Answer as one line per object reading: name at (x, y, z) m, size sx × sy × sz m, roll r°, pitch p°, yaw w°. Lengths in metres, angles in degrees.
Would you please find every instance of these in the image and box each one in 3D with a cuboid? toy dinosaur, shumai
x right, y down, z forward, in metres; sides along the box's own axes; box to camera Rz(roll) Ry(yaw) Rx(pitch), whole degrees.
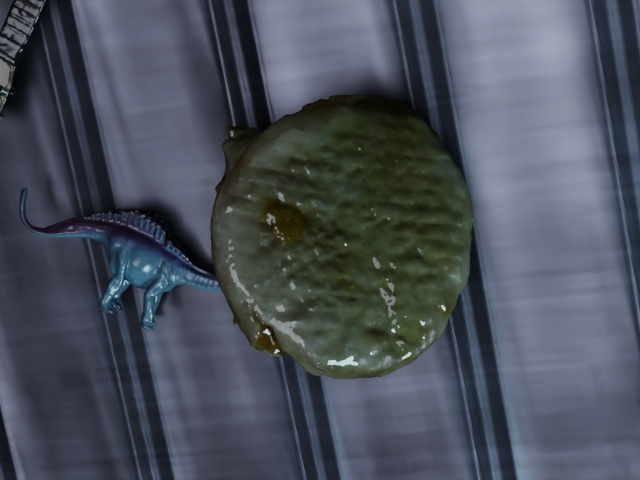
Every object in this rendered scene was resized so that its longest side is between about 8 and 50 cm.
toy dinosaur at (-0.136, 0.018, 1.261) m, size 0.197 × 0.045 × 0.080 m, roll 23°, pitch 96°, yaw 2°
shumai at (0.000, 0.000, 1.179) m, size 0.201 × 0.120 × 0.201 m, roll 4°, pitch 80°, yaw -22°

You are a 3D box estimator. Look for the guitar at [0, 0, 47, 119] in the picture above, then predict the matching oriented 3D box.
guitar at (-0.194, -0.196, 1.221) m, size 0.084 × 0.038 × 0.271 m, roll 29°, pitch 107°, yaw 8°
